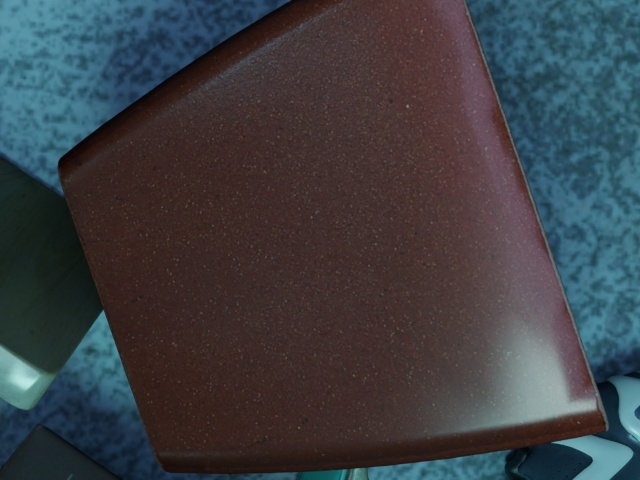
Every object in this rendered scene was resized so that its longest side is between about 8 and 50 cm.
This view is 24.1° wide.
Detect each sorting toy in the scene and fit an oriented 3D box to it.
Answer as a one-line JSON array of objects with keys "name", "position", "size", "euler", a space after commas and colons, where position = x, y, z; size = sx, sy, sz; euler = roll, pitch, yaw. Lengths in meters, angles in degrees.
[{"name": "sorting toy", "position": [-0.250, 0.000, 0.841], "size": [0.255, 0.257, 0.089], "euler": [34, 103, -5]}]

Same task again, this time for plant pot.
[{"name": "plant pot", "position": [0.000, 0.000, 0.873], "size": [0.235, 0.267, 0.267], "euler": [-18, 91, 4]}]

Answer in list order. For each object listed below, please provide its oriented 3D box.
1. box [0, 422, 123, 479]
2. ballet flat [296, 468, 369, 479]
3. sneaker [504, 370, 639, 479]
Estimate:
[{"name": "box", "position": [-0.066, 0.296, 0.839], "size": [0.381, 0.143, 0.191], "euler": [32, 54, 7]}, {"name": "ballet flat", "position": [0.002, 0.198, 0.966], "size": [0.052, 0.057, 0.168], "euler": [21, 89, -34]}, {"name": "sneaker", "position": [0.176, 0.209, 0.958], "size": [0.153, 0.094, 0.235], "euler": [-10, 87, -5]}]
